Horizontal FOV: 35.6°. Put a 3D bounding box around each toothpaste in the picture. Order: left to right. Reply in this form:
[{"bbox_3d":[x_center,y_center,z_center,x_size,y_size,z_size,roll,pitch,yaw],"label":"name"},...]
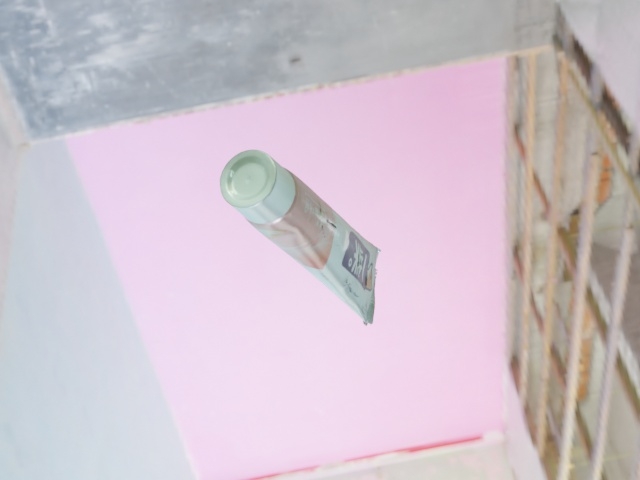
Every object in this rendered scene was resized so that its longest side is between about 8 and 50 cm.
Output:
[{"bbox_3d":[0.000,0.000,0.611,0.205,0.036,0.056,41,56,-60],"label":"toothpaste"}]
